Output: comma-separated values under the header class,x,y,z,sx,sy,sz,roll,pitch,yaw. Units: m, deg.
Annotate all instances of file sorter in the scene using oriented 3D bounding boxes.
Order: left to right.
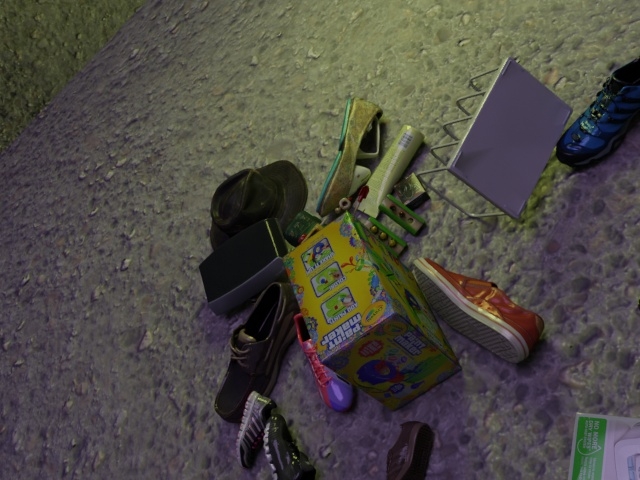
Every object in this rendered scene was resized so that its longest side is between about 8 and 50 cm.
class,x,y,z,sx,sy,sz,roll,pitch,yaw
file sorter,0.365,-0.210,1.619,0.277,0.193,0.173,-60,19,-12

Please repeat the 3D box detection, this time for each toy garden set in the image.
class,x,y,z,sx,sy,sz,roll,pitch,yaw
toy garden set,0.087,-0.013,1.741,0.204,0.049,0.244,38,87,10

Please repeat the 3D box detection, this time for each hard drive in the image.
class,x,y,z,sx,sy,sz,roll,pitch,yaw
hard drive,-0.198,0.062,1.914,0.255,0.054,0.172,-34,54,19

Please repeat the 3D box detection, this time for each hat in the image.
class,x,y,z,sx,sy,sz,roll,pitch,yaw
hat,-0.206,-0.106,2.042,0.331,0.134,0.331,-20,51,27

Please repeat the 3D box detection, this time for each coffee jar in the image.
class,x,y,z,sx,sy,sz,roll,pitch,yaw
coffee jar,0.000,0.000,1.852,0.096,0.079,0.184,-52,44,-6

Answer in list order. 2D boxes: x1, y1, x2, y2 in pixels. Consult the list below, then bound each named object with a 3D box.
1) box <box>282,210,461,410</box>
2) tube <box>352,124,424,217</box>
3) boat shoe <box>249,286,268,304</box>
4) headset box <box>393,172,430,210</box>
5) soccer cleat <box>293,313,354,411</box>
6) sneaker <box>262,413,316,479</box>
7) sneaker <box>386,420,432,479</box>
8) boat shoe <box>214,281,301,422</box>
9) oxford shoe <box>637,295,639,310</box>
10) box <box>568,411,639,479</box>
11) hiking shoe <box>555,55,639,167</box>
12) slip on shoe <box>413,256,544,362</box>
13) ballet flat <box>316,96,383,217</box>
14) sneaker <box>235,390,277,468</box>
class,x,y,z,sx,sy,sz,roll,pitch,yaw
box,0.104,0.146,1.529,0.177,0.290,0.279,-36,46,13
tube,0.169,-0.170,1.859,0.240,0.062,0.070,-58,2,-2
boat shoe,-0.133,0.133,1.893,0.125,0.038,0.046,-9,59,33
headset box,0.218,-0.112,1.795,0.062,0.032,0.083,-35,45,13
soccer cleat,0.001,0.267,1.664,0.083,0.095,0.248,-35,46,14
sneaker,-0.058,0.473,1.589,0.106,0.078,0.234,-23,54,20
sneaker,0.160,0.443,1.463,0.071,0.066,0.188,-8,50,53
boat shoe,-0.160,0.250,1.771,0.132,0.130,0.355,14,71,42
oxford shoe,0.651,0.049,1.320,0.227,0.096,0.082,-40,47,11
box,0.518,0.352,1.101,0.231,0.262,0.126,-1,62,35
hiking shoe,0.597,-0.284,1.552,0.304,0.132,0.113,-43,45,6
slip on shoe,0.311,0.125,1.525,0.101,0.123,0.331,-35,42,-19
ballet flat,0.085,-0.208,1.914,0.123,0.123,0.348,-1,62,36
sneaker,-0.139,0.427,1.684,0.075,0.063,0.170,9,80,13
